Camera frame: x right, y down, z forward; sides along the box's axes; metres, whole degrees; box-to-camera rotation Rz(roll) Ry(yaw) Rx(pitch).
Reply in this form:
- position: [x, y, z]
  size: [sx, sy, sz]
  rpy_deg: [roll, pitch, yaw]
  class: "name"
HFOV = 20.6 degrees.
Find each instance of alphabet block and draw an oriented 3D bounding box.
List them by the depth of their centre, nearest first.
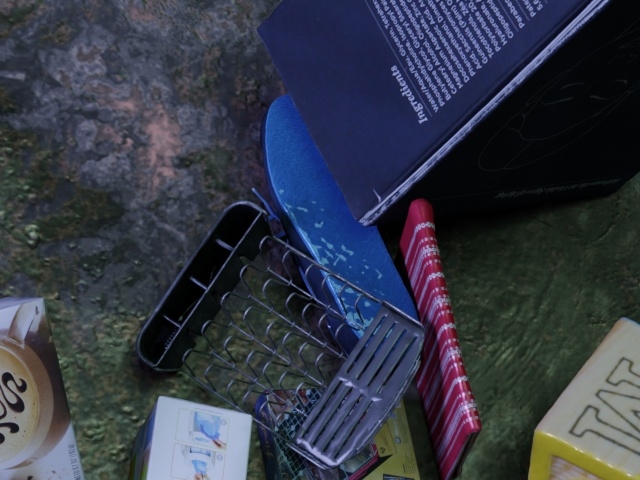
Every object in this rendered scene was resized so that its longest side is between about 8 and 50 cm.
- position: [0.356, 0.241, 1.929]
  size: [0.193, 0.192, 0.197]
  rpy_deg: [25, 50, 25]
  class: "alphabet block"

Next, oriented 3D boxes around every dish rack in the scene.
- position: [-0.035, 0.107, 1.876]
  size: [0.271, 0.074, 0.208]
  rpy_deg: [31, 84, 23]
  class: "dish rack"

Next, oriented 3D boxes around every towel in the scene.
- position: [0.128, 0.111, 1.939]
  size: [0.031, 0.199, 0.275]
  rpy_deg: [-9, 66, -8]
  class: "towel"

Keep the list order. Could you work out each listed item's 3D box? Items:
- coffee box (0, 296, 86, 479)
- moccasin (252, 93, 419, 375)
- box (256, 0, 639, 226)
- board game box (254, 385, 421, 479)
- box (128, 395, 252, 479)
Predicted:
- position: [-0.324, 0.217, 1.681]
  size: [0.168, 0.119, 0.297]
  rpy_deg: [-14, 96, -28]
  class: "coffee box"
- position: [0.000, 0.000, 2.011]
  size: [0.138, 0.117, 0.342]
  rpy_deg: [-10, 69, -19]
  class: "moccasin"
- position: [0.277, -0.273, 1.988]
  size: [0.480, 0.472, 0.297]
  rpy_deg: [-8, 61, -45]
  class: "box"
- position: [0.029, 0.276, 1.901]
  size: [0.165, 0.042, 0.243]
  rpy_deg: [0, 61, -21]
  class: "board game box"
- position: [-0.141, 0.279, 1.790]
  size: [0.103, 0.114, 0.203]
  rpy_deg: [14, 55, -14]
  class: "box"
